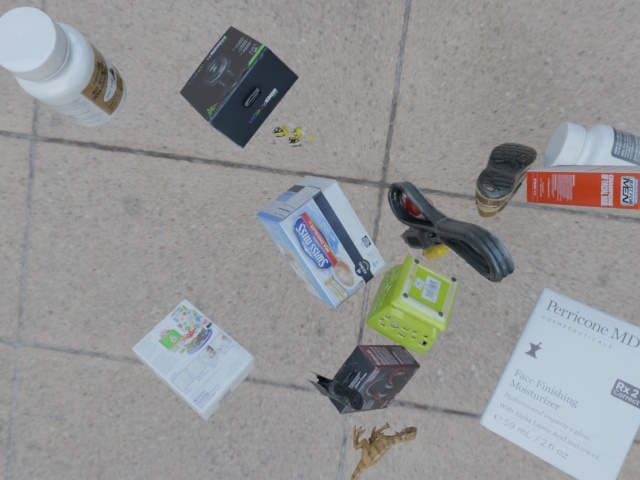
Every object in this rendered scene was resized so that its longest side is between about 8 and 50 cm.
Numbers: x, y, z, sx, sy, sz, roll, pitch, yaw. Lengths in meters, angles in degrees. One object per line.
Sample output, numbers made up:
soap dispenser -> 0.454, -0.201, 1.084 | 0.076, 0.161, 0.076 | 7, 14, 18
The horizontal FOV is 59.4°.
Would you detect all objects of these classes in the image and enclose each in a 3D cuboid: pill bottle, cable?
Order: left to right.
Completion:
pill bottle -> -0.431, -0.286, 0.938 | 0.131, 0.229, 0.131 | 0, 84, 4
cable -> 0.172, -0.025, 0.760 | 0.072, 0.287, 0.140 | -25, 100, -13
pill bottle -> 0.760, -0.196, 1.458 | 0.318, 0.176, 0.177 | 19, 97, 0

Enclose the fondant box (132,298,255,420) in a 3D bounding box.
fondant box -> -0.413, 0.386, 1.850 | 0.330, 0.096, 0.238 | 36, 64, 18

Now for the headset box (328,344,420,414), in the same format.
headset box -> 0.168, 0.466, 1.893 | 0.110, 0.293, 0.218 | 48, 113, 37

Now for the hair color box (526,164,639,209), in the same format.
hair color box -> 0.398, -0.080, 0.811 | 0.093, 0.167, 0.054 | -12, 103, -35

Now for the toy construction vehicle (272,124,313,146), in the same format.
toy construction vehicle -> -0.080, -0.316, 1.661 | 0.098, 0.086, 0.035 | -3, 65, 29

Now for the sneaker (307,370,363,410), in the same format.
sneaker -> 0.044, 0.425, 1.587 | 0.170, 0.089, 0.051 | 42, 62, -33

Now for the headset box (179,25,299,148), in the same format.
headset box -> -0.223, -0.415, 1.518 | 0.246, 0.283, 0.131 | -50, 132, 6

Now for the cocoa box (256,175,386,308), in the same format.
cocoa box -> 0.000, 0.000, 1.801 | 0.228, 0.231, 0.347 | -38, 112, -15

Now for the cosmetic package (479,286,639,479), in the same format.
cosmetic package -> 0.309, 0.180, 0.691 | 0.151, 0.151, 0.184 | 24, 85, 26

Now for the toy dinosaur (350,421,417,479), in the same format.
toy dinosaur -> 0.093, 0.415, 1.081 | 0.064, 0.112, 0.211 | 36, 102, -20

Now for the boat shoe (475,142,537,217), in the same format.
boat shoe -> 0.520, -0.176, 1.611 | 0.122, 0.324, 0.120 | 27, 135, 25

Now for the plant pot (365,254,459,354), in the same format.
plant pot -> 0.308, 0.196, 1.802 | 0.227, 0.207, 0.228 | 28, 56, -2
